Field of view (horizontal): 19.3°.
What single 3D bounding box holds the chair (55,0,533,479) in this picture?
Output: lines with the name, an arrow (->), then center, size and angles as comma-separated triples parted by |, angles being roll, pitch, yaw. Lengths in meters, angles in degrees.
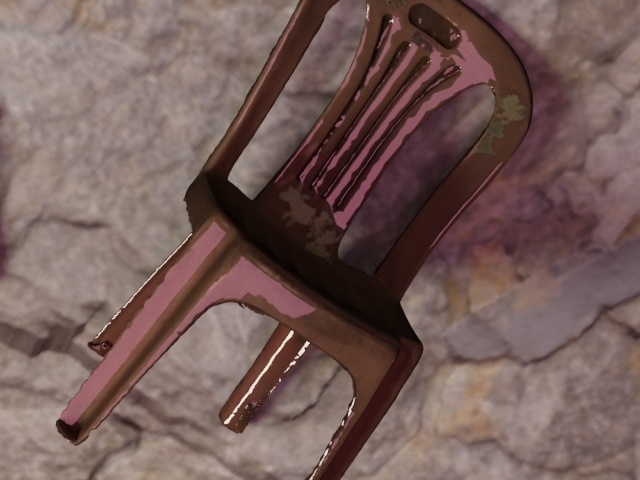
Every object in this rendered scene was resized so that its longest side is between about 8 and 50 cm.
chair -> 0.000, 0.000, 1.146 | 0.175, 0.183, 0.326 | 33, 102, -16
